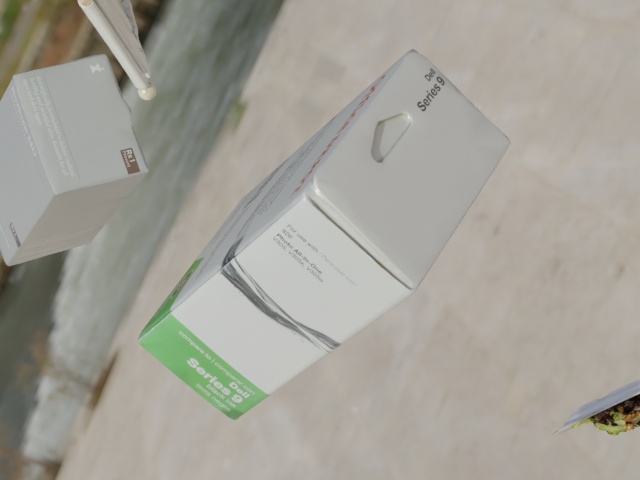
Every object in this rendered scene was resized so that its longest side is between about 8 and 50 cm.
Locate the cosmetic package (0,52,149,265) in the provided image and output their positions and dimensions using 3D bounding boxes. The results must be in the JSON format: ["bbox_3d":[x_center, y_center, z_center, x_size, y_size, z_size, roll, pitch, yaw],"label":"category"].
[{"bbox_3d":[-0.258,-0.073,1.545,0.127,0.107,0.238,68,156,11],"label":"cosmetic package"}]

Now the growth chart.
[{"bbox_3d":[-0.200,-0.231,1.419,0.021,0.172,0.237,-28,40,4],"label":"growth chart"}]

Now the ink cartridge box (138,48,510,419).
[{"bbox_3d":[0.000,0.000,1.344,0.289,0.121,0.211,-39,12,48],"label":"ink cartridge box"}]

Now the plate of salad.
[{"bbox_3d":[0.359,0.188,1.816,0.048,0.200,0.200,66,150,11],"label":"plate of salad"}]
